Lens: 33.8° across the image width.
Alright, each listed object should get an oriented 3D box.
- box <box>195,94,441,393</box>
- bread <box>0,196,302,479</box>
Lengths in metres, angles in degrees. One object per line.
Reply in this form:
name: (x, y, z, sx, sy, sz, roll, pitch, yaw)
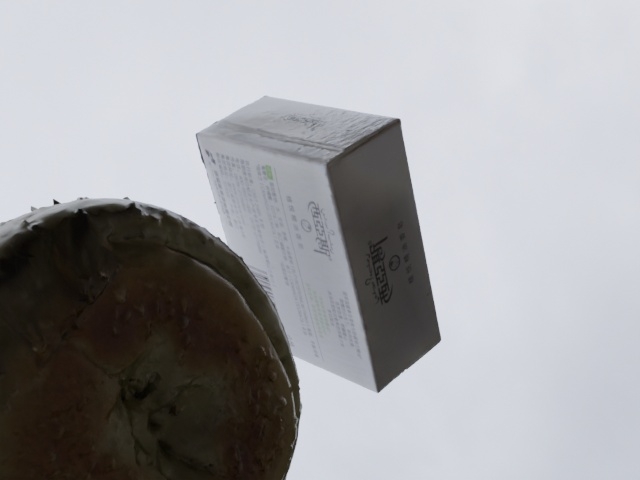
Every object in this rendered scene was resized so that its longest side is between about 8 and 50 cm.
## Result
box: (0.000, 0.000, 1.062, 0.111, 0.194, 0.260, -32, -56, -34)
bread: (-0.154, 0.115, 0.720, 0.305, 0.159, 0.305, -2, -87, -42)
